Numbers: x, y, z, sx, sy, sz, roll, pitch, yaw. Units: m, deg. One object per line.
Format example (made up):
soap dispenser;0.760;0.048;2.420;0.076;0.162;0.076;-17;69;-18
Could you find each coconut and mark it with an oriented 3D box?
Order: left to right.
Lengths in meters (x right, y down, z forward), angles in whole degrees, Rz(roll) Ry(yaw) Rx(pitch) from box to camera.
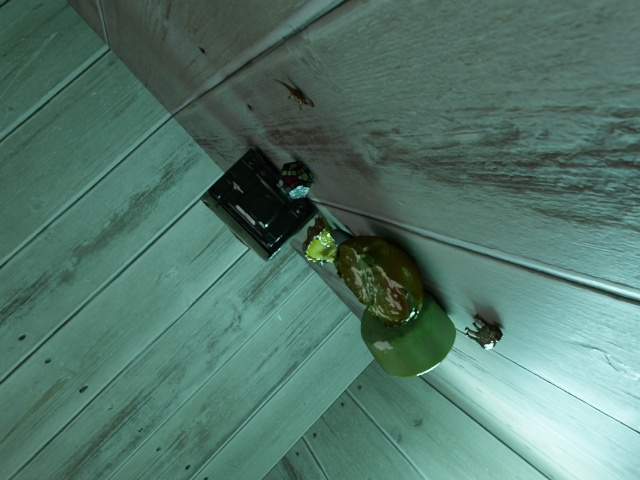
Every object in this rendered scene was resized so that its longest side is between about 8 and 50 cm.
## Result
coconut;0.311;0.329;1.623;0.328;0.328;0.281;48;175;-16

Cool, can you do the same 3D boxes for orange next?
orange;0.192;0.107;1.458;0.262;0.196;0.334;55;169;-30

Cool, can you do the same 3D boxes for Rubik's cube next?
Rubik's cube;-0.088;-0.208;1.607;0.112;0.133;0.133;19;176;-10

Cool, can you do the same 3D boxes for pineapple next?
pineapple;-0.005;0.003;1.993;0.334;0.158;0.161;42;-161;-57

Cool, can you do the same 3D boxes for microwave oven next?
microwave oven;-0.265;-0.141;2.020;0.394;0.333;0.247;44;175;0

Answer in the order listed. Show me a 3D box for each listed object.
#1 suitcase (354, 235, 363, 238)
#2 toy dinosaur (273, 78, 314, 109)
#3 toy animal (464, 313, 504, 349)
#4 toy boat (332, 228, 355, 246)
suitcase;0.147;0.027;1.690;0.059;0.086;0.126;65;165;-20
toy dinosaur;-0.063;-0.346;1.106;0.113;0.026;0.041;36;164;2
toy animal;0.485;0.285;1.391;0.099;0.057;0.241;41;170;27
toy boat;0.145;0.043;1.824;0.260;0.078;0.085;41;-166;15
